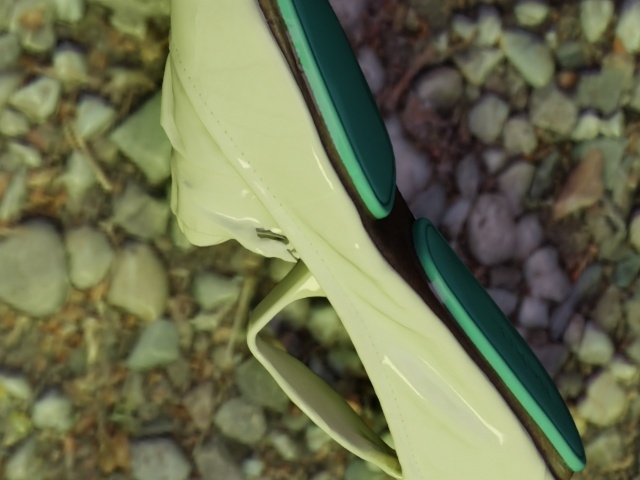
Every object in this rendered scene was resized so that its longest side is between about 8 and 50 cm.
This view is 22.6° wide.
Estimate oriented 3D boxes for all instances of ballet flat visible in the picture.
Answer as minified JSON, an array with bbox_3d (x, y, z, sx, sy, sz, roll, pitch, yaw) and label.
[{"bbox_3d":[0.000,0.000,0.837,0.139,0.139,0.400,-38,111,-16],"label":"ballet flat"}]
